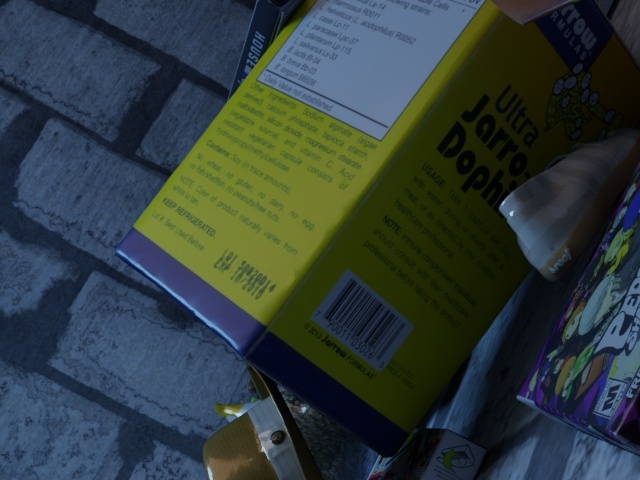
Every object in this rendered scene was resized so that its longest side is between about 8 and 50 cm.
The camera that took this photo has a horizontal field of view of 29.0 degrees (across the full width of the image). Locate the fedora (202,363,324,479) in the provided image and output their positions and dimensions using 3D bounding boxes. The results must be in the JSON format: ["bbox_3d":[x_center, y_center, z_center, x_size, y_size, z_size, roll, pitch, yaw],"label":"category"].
[{"bbox_3d":[-0.038,0.190,0.947,0.079,0.194,0.194,-26,-1,-6],"label":"fedora"}]

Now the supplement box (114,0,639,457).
[{"bbox_3d":[0.053,-0.052,0.954,0.356,0.195,0.194,-53,43,-4],"label":"supplement box"}]

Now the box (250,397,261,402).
[{"bbox_3d":[-0.091,0.277,1.380,0.178,0.042,0.109,-68,-5,-48],"label":"box"}]

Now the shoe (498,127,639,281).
[{"bbox_3d":[0.178,-0.041,0.850,0.076,0.058,0.219,-59,-11,30],"label":"shoe"}]

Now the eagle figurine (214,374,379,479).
[{"bbox_3d":[-0.002,0.203,1.200,0.226,0.225,0.298,-21,-63,-31],"label":"eagle figurine"}]

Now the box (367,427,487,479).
[{"bbox_3d":[0.068,0.207,0.983,0.114,0.036,0.207,-62,3,-12],"label":"box"}]

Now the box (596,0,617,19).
[{"bbox_3d":[0.190,-0.268,1.441,0.126,0.231,0.262,-63,3,-15],"label":"box"}]

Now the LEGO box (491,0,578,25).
[{"bbox_3d":[0.220,-0.323,0.465,0.372,0.193,0.500,-52,11,-11],"label":"LEGO box"}]

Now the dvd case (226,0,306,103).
[{"bbox_3d":[0.005,-0.205,1.085,0.238,0.030,0.179,-46,-12,-36],"label":"dvd case"}]

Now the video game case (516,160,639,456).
[{"bbox_3d":[0.194,0.001,0.662,0.232,0.042,0.210,-62,1,-3],"label":"video game case"}]
